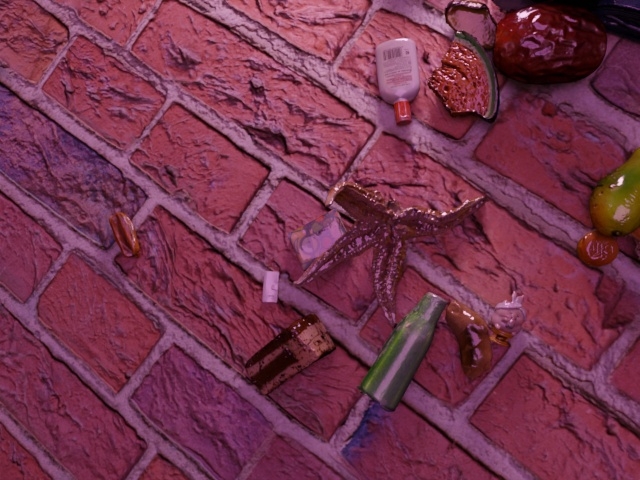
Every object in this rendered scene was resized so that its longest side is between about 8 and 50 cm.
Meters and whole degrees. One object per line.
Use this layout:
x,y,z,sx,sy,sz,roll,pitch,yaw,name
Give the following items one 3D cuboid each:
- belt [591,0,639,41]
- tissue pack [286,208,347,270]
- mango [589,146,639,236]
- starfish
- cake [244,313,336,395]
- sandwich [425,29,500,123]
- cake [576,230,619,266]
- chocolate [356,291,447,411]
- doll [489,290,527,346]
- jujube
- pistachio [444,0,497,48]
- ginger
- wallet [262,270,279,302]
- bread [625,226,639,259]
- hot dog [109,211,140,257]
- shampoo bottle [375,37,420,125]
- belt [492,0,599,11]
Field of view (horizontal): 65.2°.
0.748,-0.543,1.154,0.218,0.122,0.128,28,87,15,belt
0.000,0.000,1.291,0.148,0.060,0.109,-27,81,9,tissue pack
0.686,-0.110,1.123,0.125,0.111,0.233,24,79,28,mango
0.154,-0.004,1.201,0.398,0.132,0.384,22,94,-24,starfish
-0.094,0.291,1.242,0.246,0.135,0.112,-35,79,7,cake
0.370,-0.387,1.250,0.159,0.079,0.235,-37,74,17,sandwich
0.638,0.019,1.156,0.084,0.044,0.084,-1,85,11,cake
0.207,0.257,1.200,0.110,0.110,0.291,32,89,14,chocolate
0.438,0.182,1.161,0.073,0.084,0.127,21,97,12,doll
0.525,-0.456,1.162,0.243,0.183,0.183,6,85,11,jujube
0.395,-0.553,1.271,0.173,0.049,0.089,39,114,7,pistachio
0.353,0.231,1.180,0.095,0.069,0.190,-15,82,24,ginger
-0.132,0.124,1.332,0.044,0.011,0.083,2,84,12,wallet
0.769,-0.011,1.112,0.177,0.084,0.119,-36,78,2,bread
-0.554,-0.013,1.428,0.062,0.038,0.144,-28,81,5,hot dog
0.203,-0.409,1.296,0.108,0.051,0.221,-7,83,11,shampoo bottle
0.526,-0.643,1.176,0.289,0.184,0.164,20,79,22,belt
